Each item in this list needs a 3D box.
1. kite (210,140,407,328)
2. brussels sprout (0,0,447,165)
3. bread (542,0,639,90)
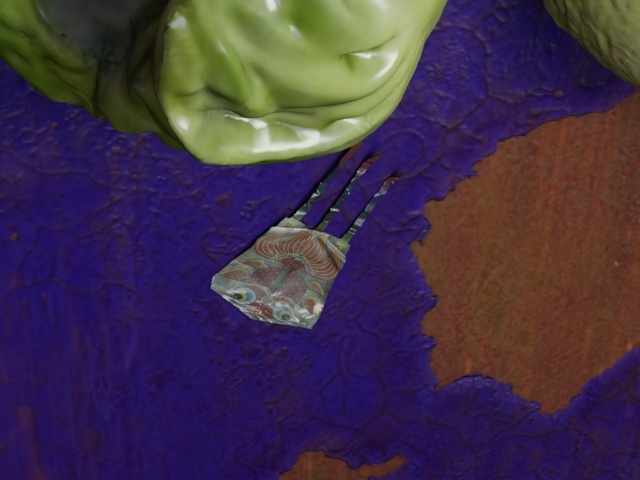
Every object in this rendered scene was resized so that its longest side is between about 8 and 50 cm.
[{"bbox_3d":[-0.001,-0.002,1.230,0.127,0.016,0.229,27,117,-32],"label":"kite"},{"bbox_3d":[-0.084,-0.236,0.824,0.342,0.425,0.361,-48,163,-2],"label":"brussels sprout"},{"bbox_3d":[0.327,-0.268,1.002,0.320,0.237,0.321,-17,139,-15],"label":"bread"}]
